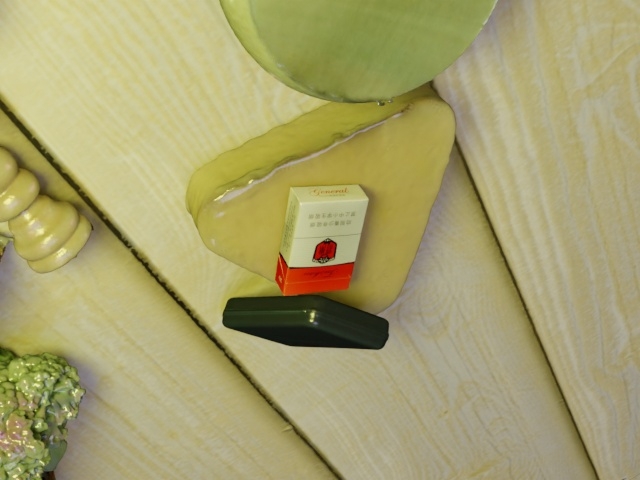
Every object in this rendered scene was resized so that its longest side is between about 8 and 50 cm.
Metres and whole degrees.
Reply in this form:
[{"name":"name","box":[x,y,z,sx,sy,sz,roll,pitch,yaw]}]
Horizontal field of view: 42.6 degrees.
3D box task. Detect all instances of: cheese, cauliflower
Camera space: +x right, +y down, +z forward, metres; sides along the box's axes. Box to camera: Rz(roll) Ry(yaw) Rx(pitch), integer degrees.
[{"name":"cheese","box":[0.030,-0.026,1.195,0.383,0.104,0.384,-13,130,-16]},{"name":"cauliflower","box":[-0.437,0.277,1.166,0.256,0.239,0.315,-56,151,-12]}]

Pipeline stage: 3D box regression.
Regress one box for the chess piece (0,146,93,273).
[{"name":"chess piece","box":[-0.368,-0.048,1.004,0.094,0.094,0.170,-33,125,1]}]

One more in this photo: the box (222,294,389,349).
[{"name":"box","box":[-0.027,0.123,1.223,0.160,0.230,0.050,22,71,-37]}]

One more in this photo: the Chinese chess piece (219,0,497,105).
[{"name":"Chinese chess piece","box":[0.047,-0.331,0.936,0.349,0.146,0.349,-13,129,-17]}]

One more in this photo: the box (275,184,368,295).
[{"name":"box","box":[0.000,0.000,1.102,0.100,0.048,0.152,-3,128,-21]}]

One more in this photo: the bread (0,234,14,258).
[{"name":"bread","box":[-0.459,0.067,1.006,0.127,0.152,0.147,16,126,-33]}]

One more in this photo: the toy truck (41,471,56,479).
[{"name":"toy truck","box":[-0.568,0.476,1.282,0.338,0.133,0.184,-16,140,-17]}]
